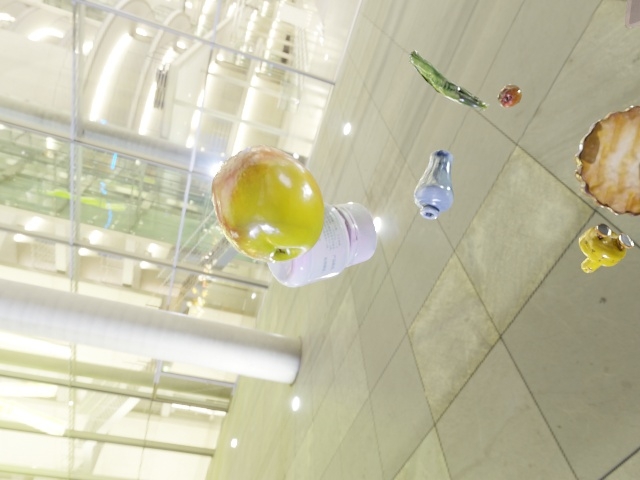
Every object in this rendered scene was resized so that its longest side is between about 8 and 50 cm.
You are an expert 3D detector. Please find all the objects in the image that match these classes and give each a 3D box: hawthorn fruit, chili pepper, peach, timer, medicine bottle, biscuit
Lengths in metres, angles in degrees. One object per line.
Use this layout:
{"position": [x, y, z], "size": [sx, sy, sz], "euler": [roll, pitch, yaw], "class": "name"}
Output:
{"position": [0.592, -0.453, 1.343], "size": [0.077, 0.077, 0.077], "euler": [-166, 90, -78], "class": "hawthorn fruit"}
{"position": [0.444, -0.562, 1.531], "size": [0.076, 0.085, 0.359], "euler": [-41, 62, 6], "class": "chili pepper"}
{"position": [-0.104, -0.070, 0.844], "size": [0.231, 0.230, 0.231], "euler": [-166, 90, -78], "class": "peach"}
{"position": [0.709, 0.022, 1.086], "size": [0.109, 0.106, 0.107], "euler": [108, 169, -49], "class": "timer"}
{"position": [0.000, 0.000, 1.322], "size": [0.241, 0.301, 0.242], "euler": [26, 122, 52], "class": "medicine bottle"}
{"position": [0.934, -0.236, 1.288], "size": [0.107, 0.325, 0.326], "euler": [-36, -38, -80], "class": "biscuit"}

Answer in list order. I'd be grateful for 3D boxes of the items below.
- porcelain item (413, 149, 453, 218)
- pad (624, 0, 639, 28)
{"position": [0.421, -0.203, 1.560], "size": [0.141, 0.141, 0.259], "euler": [132, 157, -66], "class": "porcelain item"}
{"position": [1.116, -0.796, 1.350], "size": [0.266, 0.002, 0.176], "euler": [3, 82, 59], "class": "pad"}
